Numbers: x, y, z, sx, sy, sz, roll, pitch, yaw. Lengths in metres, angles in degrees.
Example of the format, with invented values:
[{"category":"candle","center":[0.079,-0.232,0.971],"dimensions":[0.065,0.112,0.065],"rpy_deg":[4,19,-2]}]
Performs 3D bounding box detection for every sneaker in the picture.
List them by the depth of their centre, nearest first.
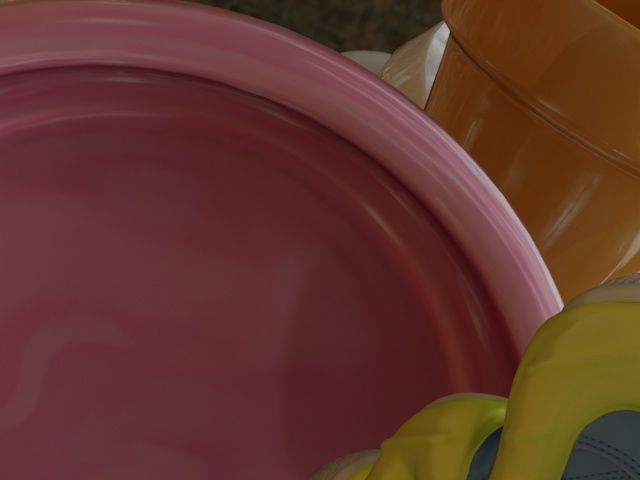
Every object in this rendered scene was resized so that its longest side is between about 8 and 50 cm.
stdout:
[{"category":"sneaker","center":[0.047,0.112,0.402],"dimensions":[0.240,0.091,0.126],"rpy_deg":[124,-28,-50]}]

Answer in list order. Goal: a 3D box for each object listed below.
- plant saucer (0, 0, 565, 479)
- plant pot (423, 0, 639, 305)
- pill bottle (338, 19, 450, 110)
[{"category":"plant saucer","center":[-0.071,0.075,0.534],"dimensions":[0.084,0.332,0.332],"rpy_deg":[-86,-161,-73]},{"category":"plant pot","center":[0.131,-0.041,0.779],"dimensions":[0.188,0.205,0.205],"rpy_deg":[-60,-175,22]},{"category":"pill bottle","center":[0.000,0.000,1.115],"dimensions":[0.407,0.229,0.229],"rpy_deg":[-30,-151,42]}]
